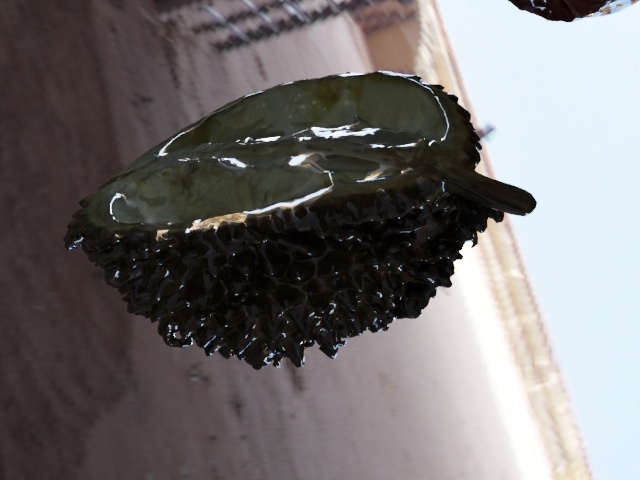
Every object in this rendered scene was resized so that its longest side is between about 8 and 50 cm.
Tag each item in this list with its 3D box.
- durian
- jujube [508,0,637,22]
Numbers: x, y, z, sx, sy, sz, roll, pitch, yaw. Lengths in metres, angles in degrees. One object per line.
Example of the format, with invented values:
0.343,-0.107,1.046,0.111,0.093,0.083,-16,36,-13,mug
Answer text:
0.000,0.000,0.723,0.188,0.148,0.091,-5,-66,33,durian
0.129,-0.215,0.928,0.155,0.230,0.155,-8,-136,8,jujube
